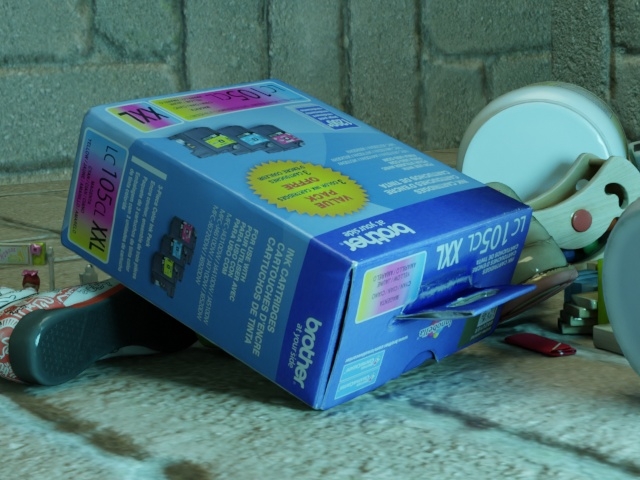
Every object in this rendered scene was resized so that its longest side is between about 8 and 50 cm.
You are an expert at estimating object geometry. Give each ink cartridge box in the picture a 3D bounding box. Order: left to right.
[{"bbox_3d":[0.000,0.000,1.267,0.395,0.151,0.270,31,30,31],"label":"ink cartridge box"}]

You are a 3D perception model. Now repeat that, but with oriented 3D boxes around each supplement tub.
[{"bbox_3d":[0.319,-0.105,1.983,0.235,0.235,0.325,0,8,13],"label":"supplement tub"}]

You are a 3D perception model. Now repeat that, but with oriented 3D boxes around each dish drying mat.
[{"bbox_3d":[0.213,0.100,1.348,0.032,0.008,0.083,-6,9,-22],"label":"dish drying mat"}]

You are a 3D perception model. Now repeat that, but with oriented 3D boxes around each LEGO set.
[{"bbox_3d":[-0.262,0.047,1.466,0.287,0.107,0.132,-3,8,-9],"label":"LEGO set"}]

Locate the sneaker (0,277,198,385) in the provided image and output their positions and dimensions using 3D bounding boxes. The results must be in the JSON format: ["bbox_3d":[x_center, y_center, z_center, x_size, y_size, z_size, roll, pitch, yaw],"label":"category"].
[{"bbox_3d":[-0.234,0.071,1.350,0.145,0.090,0.270,7,14,33],"label":"sneaker"}]

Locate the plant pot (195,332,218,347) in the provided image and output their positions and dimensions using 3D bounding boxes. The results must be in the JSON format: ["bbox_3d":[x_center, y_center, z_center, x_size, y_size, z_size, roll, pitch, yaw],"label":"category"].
[{"bbox_3d":[-0.081,0.075,1.373,0.079,0.083,0.083,-10,3,26],"label":"plant pot"}]

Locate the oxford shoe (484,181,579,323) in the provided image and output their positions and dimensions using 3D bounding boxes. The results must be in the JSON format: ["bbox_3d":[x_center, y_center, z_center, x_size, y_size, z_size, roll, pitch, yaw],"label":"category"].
[{"bbox_3d":[0.182,0.009,1.469,0.123,0.130,0.348,-27,3,1],"label":"oxford shoe"}]

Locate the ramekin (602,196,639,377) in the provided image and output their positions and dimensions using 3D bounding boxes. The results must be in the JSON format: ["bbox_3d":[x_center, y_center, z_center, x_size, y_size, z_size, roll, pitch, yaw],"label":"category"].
[{"bbox_3d":[0.314,0.040,1.089,0.109,0.207,0.207,-16,13,-24],"label":"ramekin"}]

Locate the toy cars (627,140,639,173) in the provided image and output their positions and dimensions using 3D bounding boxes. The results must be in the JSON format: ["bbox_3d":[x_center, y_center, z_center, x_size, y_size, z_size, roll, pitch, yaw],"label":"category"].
[{"bbox_3d":[0.632,-0.078,1.980,0.393,0.176,0.087,17,41,-12],"label":"toy cars"}]

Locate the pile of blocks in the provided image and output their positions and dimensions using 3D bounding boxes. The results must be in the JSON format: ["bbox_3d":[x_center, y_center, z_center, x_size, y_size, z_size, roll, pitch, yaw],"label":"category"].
[{"bbox_3d":[0.316,0.032,1.445,0.149,0.113,0.362,-2,7,-1],"label":"pile of blocks"}]

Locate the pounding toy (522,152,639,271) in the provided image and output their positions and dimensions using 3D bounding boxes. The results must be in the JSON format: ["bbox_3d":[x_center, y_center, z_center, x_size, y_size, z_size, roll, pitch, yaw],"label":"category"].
[{"bbox_3d":[0.332,-0.024,1.691,0.269,0.154,0.155,-5,8,-22],"label":"pounding toy"}]
